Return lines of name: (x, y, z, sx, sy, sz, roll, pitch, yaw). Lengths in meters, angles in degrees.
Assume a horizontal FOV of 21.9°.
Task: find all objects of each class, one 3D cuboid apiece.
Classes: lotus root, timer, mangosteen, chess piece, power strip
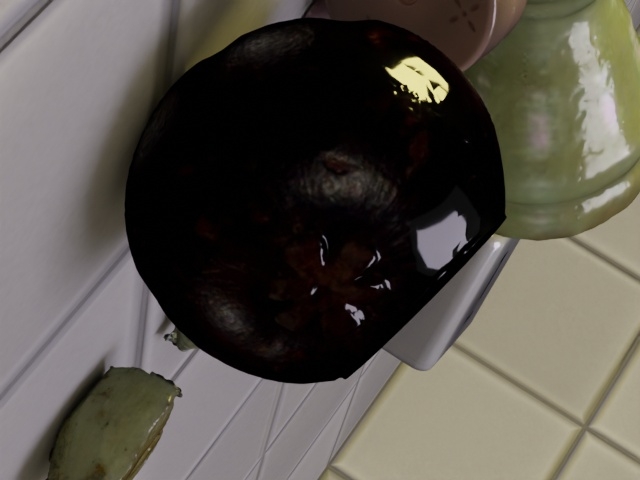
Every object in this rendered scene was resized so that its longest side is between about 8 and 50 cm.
lotus root: (-0.188, 0.179, 1.384, 0.144, 0.070, 0.143, -54, 176, -43)
timer: (0.113, 0.004, 1.933, 0.195, 0.192, 0.194, -62, 169, 25)
mangosteen: (0.002, -0.037, 1.174, 0.287, 0.233, 0.287, -51, 173, -9)
chess piece: (0.199, -0.211, 1.479, 0.234, 0.234, 0.442, -53, 154, -26)
power strip: (0.081, -0.201, 1.294, 0.078, 0.154, 0.154, -43, 162, -51)

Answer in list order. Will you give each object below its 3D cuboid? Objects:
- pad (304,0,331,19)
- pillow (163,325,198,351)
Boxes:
pad: (-0.002, -0.134, 1.369, 0.188, 0.006, 0.113, -57, 140, -9)
pillow: (0.000, 0.000, 1.487, 0.302, 0.075, 0.185, -21, 149, -23)
